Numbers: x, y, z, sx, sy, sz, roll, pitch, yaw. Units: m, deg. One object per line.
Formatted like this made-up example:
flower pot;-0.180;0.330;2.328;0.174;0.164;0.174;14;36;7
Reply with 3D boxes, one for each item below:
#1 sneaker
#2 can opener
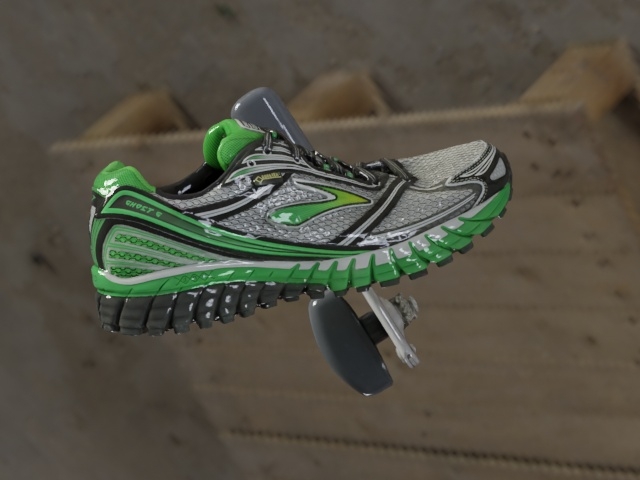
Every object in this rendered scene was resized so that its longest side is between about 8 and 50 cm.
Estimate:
sneaker;-0.012;-0.029;1.454;0.134;0.343;0.146;-158;57;-73
can opener;0.000;0.000;1.618;0.280;0.093;0.074;61;-179;2
